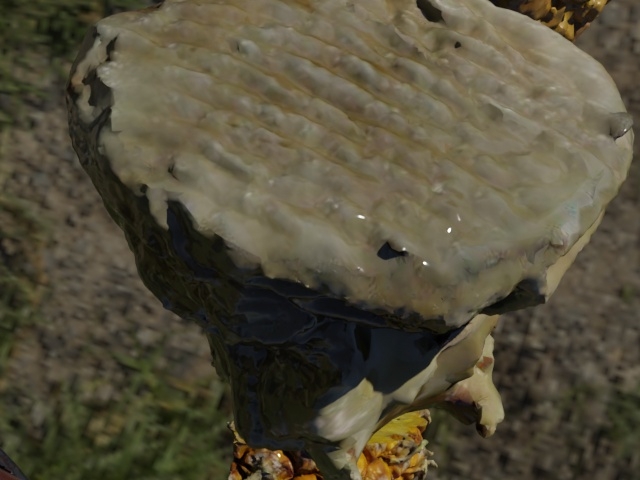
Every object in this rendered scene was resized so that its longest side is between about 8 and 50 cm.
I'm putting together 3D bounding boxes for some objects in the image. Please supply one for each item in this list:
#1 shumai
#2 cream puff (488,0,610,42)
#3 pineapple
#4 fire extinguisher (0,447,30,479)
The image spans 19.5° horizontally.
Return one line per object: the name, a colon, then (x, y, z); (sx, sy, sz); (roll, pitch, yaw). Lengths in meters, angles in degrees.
shumai: (0.000, 0.000, 1.088); (0.262, 0.314, 0.267); (101, 7, -47)
cream puff: (0.073, -0.249, 1.345); (0.327, 0.343, 0.231); (43, 35, -27)
pineapple: (0.024, 0.165, 1.396); (0.233, 0.135, 0.079); (-21, 129, -64)
fire extinguisher: (-0.201, 0.110, 0.756); (0.341, 0.141, 0.105); (30, 105, -4)
